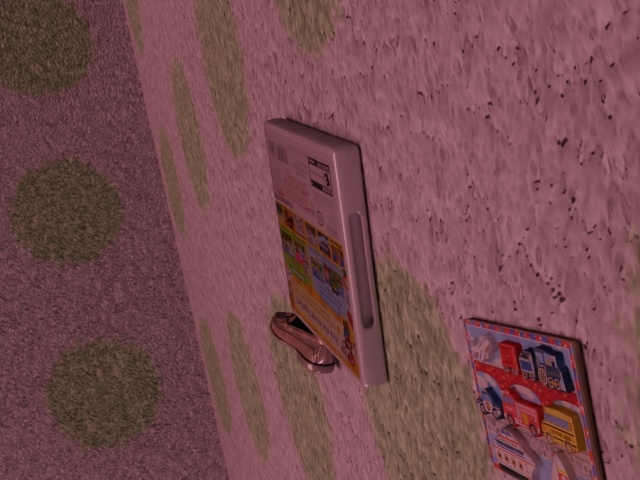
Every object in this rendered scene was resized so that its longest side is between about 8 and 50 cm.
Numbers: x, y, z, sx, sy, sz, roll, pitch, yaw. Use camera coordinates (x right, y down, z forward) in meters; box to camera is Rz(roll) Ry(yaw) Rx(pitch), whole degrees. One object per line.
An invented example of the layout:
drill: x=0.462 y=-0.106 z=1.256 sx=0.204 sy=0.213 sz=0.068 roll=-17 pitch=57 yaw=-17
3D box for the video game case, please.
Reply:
video game case: x=0.000 y=0.000 z=0.827 sx=0.227 sy=0.026 sz=0.206 roll=-145 pitch=44 yaw=-68

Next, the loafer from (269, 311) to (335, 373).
loafer: x=-0.016 y=0.097 z=0.947 sx=0.125 sy=0.045 sz=0.039 roll=38 pitch=122 yaw=58

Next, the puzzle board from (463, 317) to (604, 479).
puzzle board: x=0.115 y=0.096 z=0.500 sx=0.128 sy=0.011 sz=0.097 roll=-178 pitch=76 yaw=-75
